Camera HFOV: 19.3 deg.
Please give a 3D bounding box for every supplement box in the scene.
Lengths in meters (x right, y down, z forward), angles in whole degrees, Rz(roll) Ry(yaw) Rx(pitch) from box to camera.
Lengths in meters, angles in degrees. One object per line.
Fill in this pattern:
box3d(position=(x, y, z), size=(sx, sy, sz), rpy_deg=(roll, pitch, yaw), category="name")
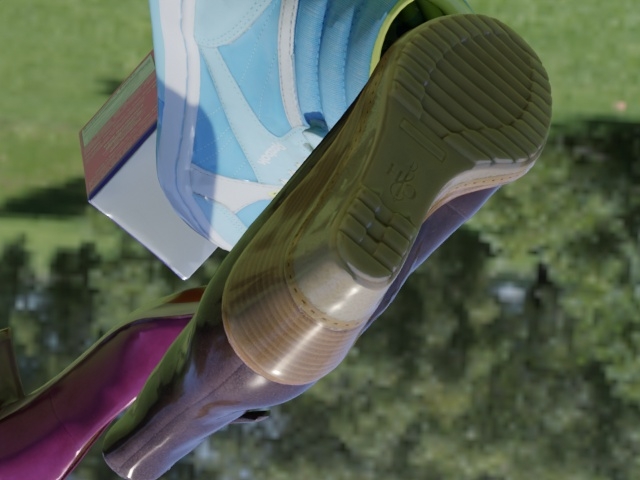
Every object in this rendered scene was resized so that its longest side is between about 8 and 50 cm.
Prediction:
box3d(position=(-0.131, -0.072, 1.641), size=(0.111, 0.114, 0.220), rpy_deg=(41, -171, -19), category="supplement box")

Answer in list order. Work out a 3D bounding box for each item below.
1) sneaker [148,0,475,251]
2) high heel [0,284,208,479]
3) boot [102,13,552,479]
box3d(position=(0.008, -0.062, 1.140), size=(0.208, 0.127, 0.319), rpy_deg=(31, 153, 24), category="sneaker")
box3d(position=(-0.134, 0.139, 1.450), size=(0.377, 0.181, 0.127), rpy_deg=(-11, -176, 24), category="high heel")
box3d(position=(0.000, 0.000, 0.935), size=(0.207, 0.090, 0.248), rpy_deg=(-41, -174, 43), category="boot")
